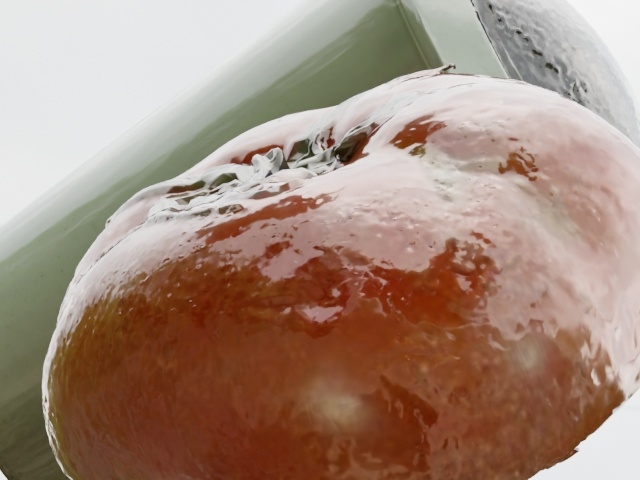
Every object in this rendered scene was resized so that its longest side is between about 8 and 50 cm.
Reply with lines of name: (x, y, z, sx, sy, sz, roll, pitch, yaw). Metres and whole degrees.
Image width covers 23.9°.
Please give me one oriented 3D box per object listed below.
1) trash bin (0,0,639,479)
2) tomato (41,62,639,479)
trash bin: (0.000, 0.000, 0.964, 0.432, 0.280, 0.280, -32, -52, 18)
tomato: (0.008, 0.007, 0.519, 0.237, 0.237, 0.095, -10, -71, 28)
